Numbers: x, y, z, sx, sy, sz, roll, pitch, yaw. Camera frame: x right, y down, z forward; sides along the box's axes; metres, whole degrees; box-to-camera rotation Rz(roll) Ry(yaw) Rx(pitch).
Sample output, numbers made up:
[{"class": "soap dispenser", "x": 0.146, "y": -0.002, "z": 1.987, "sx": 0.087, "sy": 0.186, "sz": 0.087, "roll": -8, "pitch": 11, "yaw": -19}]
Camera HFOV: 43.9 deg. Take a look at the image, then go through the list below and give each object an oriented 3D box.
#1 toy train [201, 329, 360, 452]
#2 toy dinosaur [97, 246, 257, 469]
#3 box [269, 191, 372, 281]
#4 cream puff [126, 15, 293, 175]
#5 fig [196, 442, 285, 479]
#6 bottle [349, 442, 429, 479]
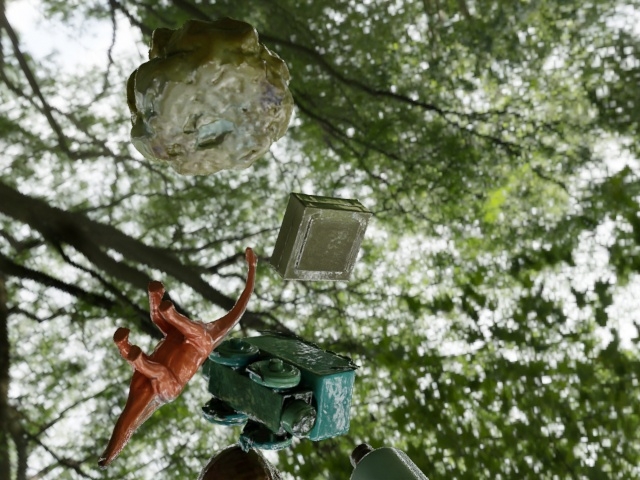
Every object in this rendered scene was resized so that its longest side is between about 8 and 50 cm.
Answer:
[{"class": "toy train", "x": -0.057, "y": 0.191, "z": 1.037, "sx": 0.163, "sy": 0.112, "sz": 0.203, "roll": -1, "pitch": -166, "yaw": -43}, {"class": "toy dinosaur", "x": -0.123, "y": 0.083, "z": 0.695, "sx": 0.055, "sy": 0.101, "sz": 0.279, "roll": 4, "pitch": -137, "yaw": 31}, {"class": "box", "x": 0.000, "y": 0.000, "z": 0.769, "sx": 0.079, "sy": 0.083, "sz": 0.035, "roll": 5, "pitch": -154, "yaw": -33}, {"class": "cream puff", "x": -0.220, "y": -0.294, "z": 1.499, "sx": 0.291, "sy": 0.324, "sz": 0.257, "roll": -4, "pitch": -132, "yaw": -23}, {"class": "fig", "x": -0.126, "y": 0.395, "z": 1.192, "sx": 0.202, "sy": 0.149, "sz": 0.148, "roll": -46, "pitch": -135, "yaw": 32}, {"class": "bottle", "x": 0.114, "y": 0.369, "z": 1.116, "sx": 0.104, "sy": 0.104, "sz": 0.245, "roll": -28, "pitch": -150, "yaw": -16}]
